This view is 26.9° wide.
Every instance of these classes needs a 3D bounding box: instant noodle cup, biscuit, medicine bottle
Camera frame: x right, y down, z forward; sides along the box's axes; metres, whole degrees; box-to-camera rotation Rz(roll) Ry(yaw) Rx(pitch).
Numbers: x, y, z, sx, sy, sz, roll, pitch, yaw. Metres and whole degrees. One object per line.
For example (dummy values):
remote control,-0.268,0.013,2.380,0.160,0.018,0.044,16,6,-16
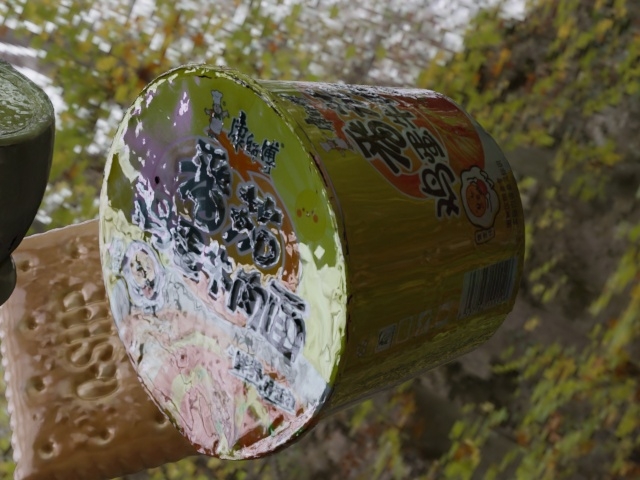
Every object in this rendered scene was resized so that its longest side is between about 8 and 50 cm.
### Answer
instant noodle cup,0.000,0.000,0.918,0.200,0.264,0.264,-12,-58,-40
biscuit,-0.172,0.076,1.044,0.160,0.249,0.030,-13,-41,-4
medicine bottle,-0.251,-0.037,0.854,0.147,0.147,0.143,-16,-45,-48
